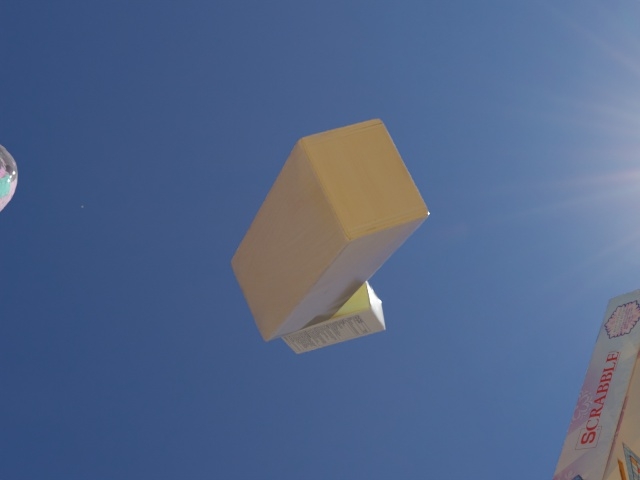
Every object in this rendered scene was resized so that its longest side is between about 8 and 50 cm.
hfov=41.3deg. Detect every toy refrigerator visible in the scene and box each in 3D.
[{"bbox_3d":[0.000,0.000,0.829,0.094,0.269,0.102,-18,-108,-25],"label":"toy refrigerator"}]

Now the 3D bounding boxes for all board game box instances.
[{"bbox_3d":[0.374,0.265,0.842,0.318,0.066,0.318,40,-124,-14],"label":"board game box"}]

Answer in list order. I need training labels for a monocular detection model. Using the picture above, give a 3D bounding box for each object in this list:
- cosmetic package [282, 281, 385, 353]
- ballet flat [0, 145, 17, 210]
[{"bbox_3d":[0.012,0.091,0.996,0.115,0.060,0.041,-16,-126,13],"label":"cosmetic package"},{"bbox_3d":[-0.205,-0.022,0.321,0.221,0.079,0.077,6,-78,26],"label":"ballet flat"}]
